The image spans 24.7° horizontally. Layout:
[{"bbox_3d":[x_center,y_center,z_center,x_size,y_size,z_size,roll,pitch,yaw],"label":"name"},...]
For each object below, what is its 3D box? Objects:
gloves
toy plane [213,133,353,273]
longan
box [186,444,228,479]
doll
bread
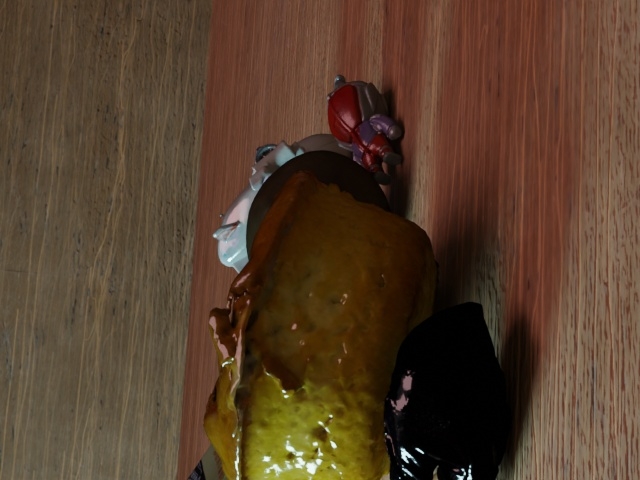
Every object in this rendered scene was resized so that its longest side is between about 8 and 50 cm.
[{"bbox_3d":[0.118,0.180,1.353,0.164,0.124,0.203,-48,-49,-41],"label":"gloves"},{"bbox_3d":[-0.052,-0.054,2.120,0.118,0.252,0.252,46,141,26],"label":"toy plane"},{"bbox_3d":[0.000,0.000,1.828,0.196,0.197,0.220,122,141,-66],"label":"longan"},{"bbox_3d":[-0.183,0.460,2.470,0.310,0.084,0.198,-56,18,10],"label":"box"},{"bbox_3d":[0.053,-0.156,1.930,0.102,0.075,0.227,-62,30,26],"label":"doll"},{"bbox_3d":[0.011,0.106,1.508,0.358,0.204,0.336,55,-137,-75],"label":"bread"}]
